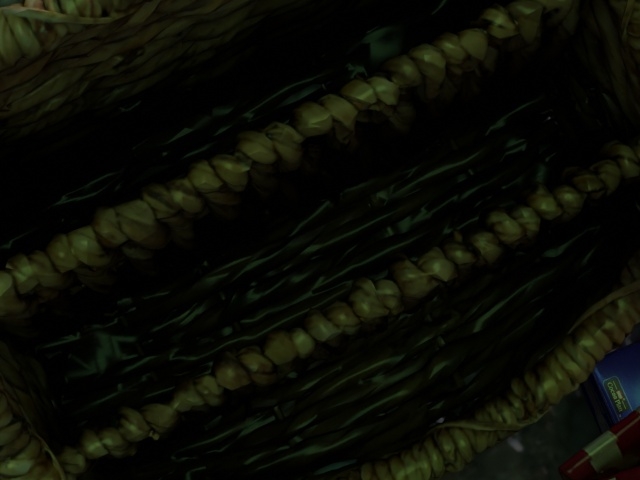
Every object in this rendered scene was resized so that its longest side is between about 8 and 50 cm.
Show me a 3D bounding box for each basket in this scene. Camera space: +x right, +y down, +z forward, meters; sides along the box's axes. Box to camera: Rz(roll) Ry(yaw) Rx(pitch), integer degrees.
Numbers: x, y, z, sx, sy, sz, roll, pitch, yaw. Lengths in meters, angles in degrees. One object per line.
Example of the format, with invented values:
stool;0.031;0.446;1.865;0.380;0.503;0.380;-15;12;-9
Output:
basket;0.000;0.000;0.539;0.299;0.223;0.213;-26;84;-6

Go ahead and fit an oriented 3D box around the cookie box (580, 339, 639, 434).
cookie box;0.184;0.078;0.624;0.107;0.040;0.092;-22;84;-4

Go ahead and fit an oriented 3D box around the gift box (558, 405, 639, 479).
gift box;0.193;0.205;0.474;0.276;0.255;0.258;-17;42;1
